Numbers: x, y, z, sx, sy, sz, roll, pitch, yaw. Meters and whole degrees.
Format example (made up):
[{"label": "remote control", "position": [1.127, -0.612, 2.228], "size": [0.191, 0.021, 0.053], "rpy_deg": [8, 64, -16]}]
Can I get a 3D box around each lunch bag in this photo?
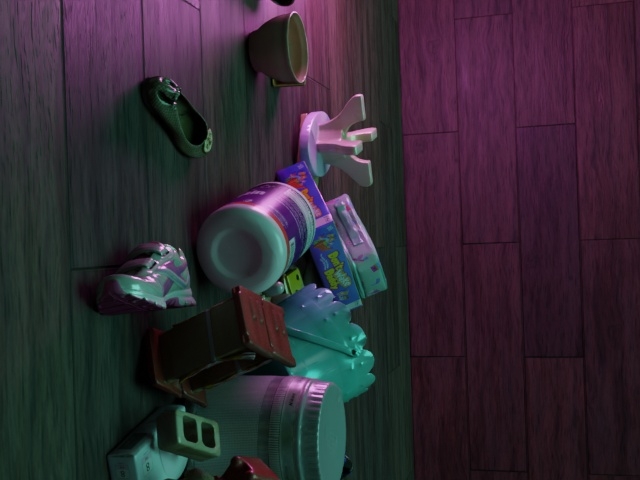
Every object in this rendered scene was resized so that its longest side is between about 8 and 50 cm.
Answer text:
[{"label": "lunch bag", "position": [0.089, 0.012, 2.482], "size": [0.224, 0.108, 0.279], "rpy_deg": [66, -1, -53]}]

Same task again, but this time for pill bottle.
[{"label": "pill bottle", "position": [-0.118, -0.016, 1.772], "size": [0.323, 0.182, 0.181], "rpy_deg": [-46, 132, -69]}]

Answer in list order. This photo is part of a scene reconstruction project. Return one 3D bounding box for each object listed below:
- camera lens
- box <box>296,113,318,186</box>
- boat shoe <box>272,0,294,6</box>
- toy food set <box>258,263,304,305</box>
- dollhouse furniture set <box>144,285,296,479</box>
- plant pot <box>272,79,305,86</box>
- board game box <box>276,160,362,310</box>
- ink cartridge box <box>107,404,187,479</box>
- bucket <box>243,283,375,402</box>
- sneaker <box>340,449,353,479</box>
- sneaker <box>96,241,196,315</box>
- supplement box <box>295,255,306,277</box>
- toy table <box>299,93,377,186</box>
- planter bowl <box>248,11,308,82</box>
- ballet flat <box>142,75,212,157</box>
[{"label": "camera lens", "position": [-0.109, 0.358, 1.582], "size": [0.219, 0.274, 0.219], "rpy_deg": [-2, 90, -74]}, {"label": "box", "position": [-0.032, -0.225, 2.398], "size": [0.164, 0.021, 0.201], "rpy_deg": [56, 35, -62]}, {"label": "boat shoe", "position": [-0.108, -0.644, 1.979], "size": [0.355, 0.132, 0.130], "rpy_deg": [24, 65, -71]}, {"label": "toy food set", "position": [-0.044, 0.179, 2.045], "size": [0.220, 0.092, 0.306], "rpy_deg": [-34, 110, -61]}, {"label": "dollhouse furniture set", "position": [-0.147, 0.286, 1.391], "size": [0.152, 0.201, 0.374], "rpy_deg": [37, 34, -53]}, {"label": "plant pot", "position": [-0.076, -0.423, 2.166], "size": [0.083, 0.082, 0.081], "rpy_deg": [-15, 103, -85]}, {"label": "board game box", "position": [0.000, 0.000, 2.202], "size": [0.347, 0.078, 0.233], "rpy_deg": [70, -3, -49]}, {"label": "ink cartridge box", "position": [-0.269, 0.415, 1.421], "size": [0.189, 0.066, 0.232], "rpy_deg": [-43, 125, -70]}, {"label": "bucket", "position": [-0.041, 0.245, 1.801], "size": [0.183, 0.281, 0.281], "rpy_deg": [-27, 121, -29]}, {"label": "sneaker", "position": [-0.005, 0.503, 2.107], "size": [0.127, 0.182, 0.315], "rpy_deg": [73, 22, -46]}, {"label": "sneaker", "position": [-0.280, 0.057, 1.363], "size": [0.252, 0.103, 0.111], "rpy_deg": [12, 72, -79]}, {"label": "supplement box", "position": [-0.068, 0.070, 2.202], "size": [0.098, 0.036, 0.062], "rpy_deg": [-74, 155, -47]}, {"label": "toy table", "position": [0.053, -0.272, 2.373], "size": [0.274, 0.161, 0.252], "rpy_deg": [-65, 149, -57]}, {"label": "planter bowl", "position": [-0.102, -0.445, 2.011], "size": [0.162, 0.109, 0.162], "rpy_deg": [-2, 90, -74]}, {"label": "ballet flat", "position": [-0.245, -0.221, 1.569], "size": [0.250, 0.058, 0.084], "rpy_deg": [56, 36, -62]}]
